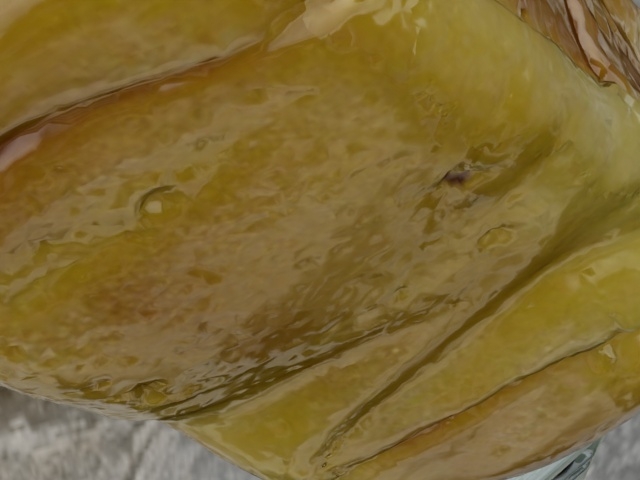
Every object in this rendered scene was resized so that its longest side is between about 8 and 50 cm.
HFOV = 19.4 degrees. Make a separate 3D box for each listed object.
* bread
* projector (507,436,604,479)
[{"bbox_3d":[-0.010,-0.026,0.475,0.167,0.294,0.132,-33,54,18],"label":"bread"},{"bbox_3d":[0.097,0.219,1.440,0.108,0.198,0.250,39,48,22],"label":"projector"}]
